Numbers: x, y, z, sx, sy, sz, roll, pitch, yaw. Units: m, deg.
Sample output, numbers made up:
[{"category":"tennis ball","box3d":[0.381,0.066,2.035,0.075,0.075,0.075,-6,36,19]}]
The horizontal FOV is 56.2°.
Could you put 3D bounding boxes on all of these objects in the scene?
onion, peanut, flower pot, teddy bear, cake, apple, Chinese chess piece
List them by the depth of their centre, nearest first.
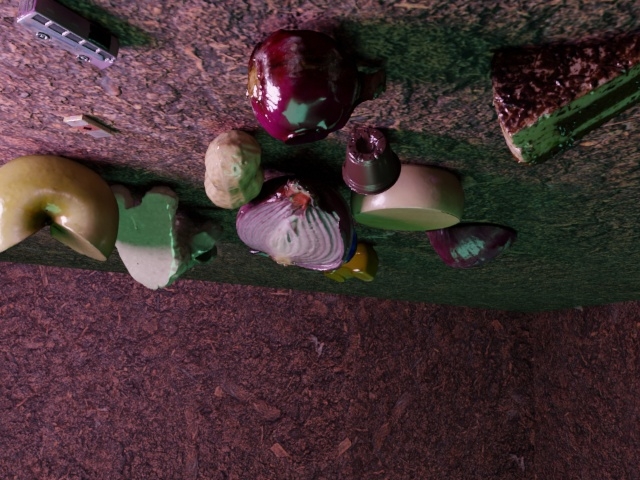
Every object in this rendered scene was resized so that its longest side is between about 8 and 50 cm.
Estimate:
[{"category":"cake","box3d":[0.349,-0.178,0.778,0.246,0.135,0.112,-2,166,22]},{"category":"onion","box3d":[0.000,-0.194,0.812,0.198,0.135,0.173,5,171,-14]},{"category":"flower pot","box3d":[0.089,-0.149,1.088,0.111,0.111,0.089,1,157,11]},{"category":"peanut","box3d":[-0.166,-0.140,1.177,0.124,0.123,0.256,6,164,-12]},{"category":"Chinese chess piece","box3d":[0.191,-0.089,1.327,0.251,0.097,0.251,4,169,1]},{"category":"onion","box3d":[-0.037,-0.078,1.328,0.267,0.159,0.348,19,150,-5]},{"category":"apple","box3d":[-0.603,-0.073,1.333,0.295,0.233,0.258,4,-176,-24]},{"category":"teddy bear","box3d":[-0.431,-0.047,1.712,0.327,0.375,0.362,1,-151,11]},{"category":"onion","box3d":[0.451,0.028,1.771,0.247,0.111,0.250,-4,164,37]}]

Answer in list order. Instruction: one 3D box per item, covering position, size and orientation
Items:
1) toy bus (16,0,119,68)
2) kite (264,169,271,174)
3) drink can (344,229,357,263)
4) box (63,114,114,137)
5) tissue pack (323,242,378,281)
[{"category":"toy bus","box3d":[-0.324,-0.272,0.783,0.052,0.037,0.131,-10,161,32]},{"category":"kite","box3d":[-0.148,-0.155,1.346,0.078,0.002,0.044,5,168,-10]},{"category":"drink can","box3d":[0.000,0.000,1.752,0.205,0.118,0.118,9,167,-21]},{"category":"box","box3d":[-0.437,-0.215,1.134,0.046,0.012,0.083,0,169,24]},{"category":"tissue pack","box3d":[0.103,0.068,2.030,0.178,0.127,0.123,-5,158,33]}]
